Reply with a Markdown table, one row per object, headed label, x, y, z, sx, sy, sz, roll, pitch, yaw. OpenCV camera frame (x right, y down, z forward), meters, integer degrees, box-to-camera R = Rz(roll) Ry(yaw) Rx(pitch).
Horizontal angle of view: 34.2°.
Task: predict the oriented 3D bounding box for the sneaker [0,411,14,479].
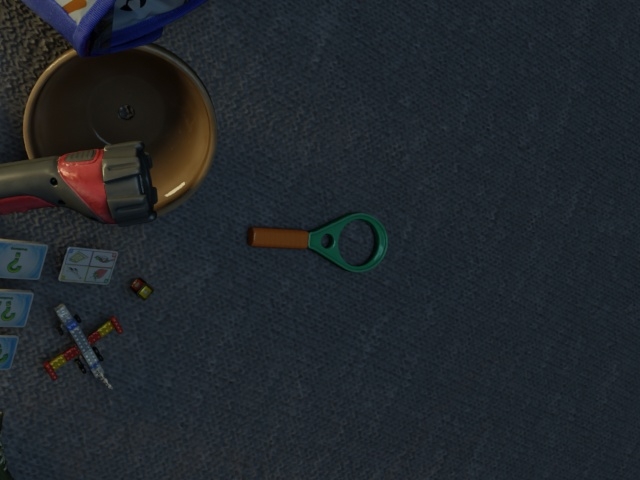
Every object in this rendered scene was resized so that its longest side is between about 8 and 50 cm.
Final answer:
| label | x | y | z | sx | sy | sz | roll | pitch | yaw |
| --- | --- | --- | --- | --- | --- | --- | --- | --- | --- |
| sneaker | -0.430 | 0.257 | 1.321 | 0.086 | 0.064 | 0.192 | -45 | 110 | -12 |

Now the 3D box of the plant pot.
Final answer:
| label | x | y | z | sx | sy | sz | roll | pitch | yaw |
| --- | --- | --- | --- | --- | --- | --- | --- | --- | --- |
| plant pot | -0.251 | -0.150 | 1.333 | 0.238 | 0.109 | 0.237 | -2 | 112 | -5 |

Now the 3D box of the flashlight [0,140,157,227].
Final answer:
| label | x | y | z | sx | sy | sz | roll | pitch | yaw |
| --- | --- | --- | --- | --- | --- | --- | --- | --- | --- |
| flashlight | -0.355 | -0.050 | 1.256 | 0.304 | 0.103 | 0.103 | -10 | 73 | 2 |

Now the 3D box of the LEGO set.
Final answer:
| label | x | y | z | sx | sy | sz | roll | pitch | yaw |
| --- | --- | --- | --- | --- | --- | --- | --- | --- | --- |
| LEGO set | -0.327 | 0.098 | 1.334 | 0.244 | 0.060 | 0.182 | 7 | 108 | -43 |

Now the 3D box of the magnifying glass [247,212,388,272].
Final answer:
| label | x | y | z | sx | sy | sz | roll | pitch | yaw |
| --- | --- | --- | --- | --- | --- | --- | --- | --- | --- |
| magnifying glass | 0.000 | 0.000 | 1.553 | 0.231 | 0.026 | 0.092 | 3 | 93 | -28 |

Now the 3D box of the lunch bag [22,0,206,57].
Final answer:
| label | x | y | z | sx | sy | sz | roll | pitch | yaw |
| --- | --- | --- | --- | --- | --- | --- | --- | --- | --- |
| lunch bag | -0.239 | -0.424 | 1.218 | 0.328 | 0.239 | 0.385 | 45 | 64 | 6 |
